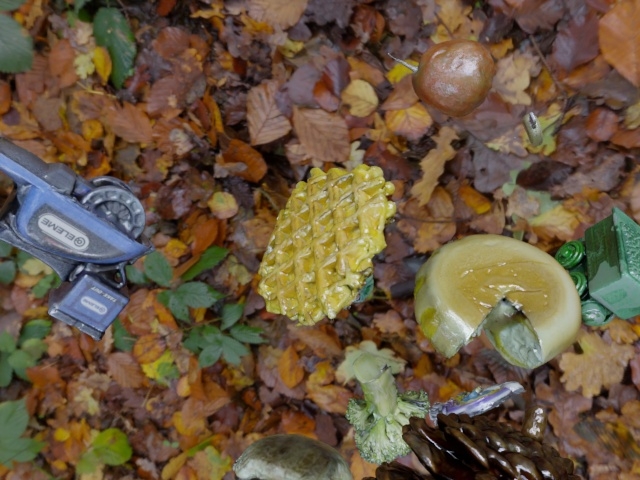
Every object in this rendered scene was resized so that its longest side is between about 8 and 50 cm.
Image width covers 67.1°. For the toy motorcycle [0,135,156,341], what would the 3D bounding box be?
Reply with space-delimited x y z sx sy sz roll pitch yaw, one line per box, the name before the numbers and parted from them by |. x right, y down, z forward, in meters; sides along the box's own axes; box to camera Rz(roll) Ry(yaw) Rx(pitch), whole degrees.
toy motorcycle | -0.379 -0.036 0.601 0.358 0.125 0.213 41 85 -31

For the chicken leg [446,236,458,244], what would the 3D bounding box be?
chicken leg | 0.421 0.114 1.415 0.082 0.177 0.323 -11 67 13

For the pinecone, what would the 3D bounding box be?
pinecone | 0.133 0.293 0.443 0.244 0.244 0.309 43 86 9

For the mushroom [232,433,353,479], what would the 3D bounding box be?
mushroom | -0.063 0.600 1.267 0.343 0.247 0.130 1 85 37

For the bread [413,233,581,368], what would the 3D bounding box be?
bread | 0.358 0.127 1.006 0.332 0.333 0.160 24 145 16

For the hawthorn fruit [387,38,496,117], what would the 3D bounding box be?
hawthorn fruit | 0.239 -0.309 0.926 0.188 0.149 0.149 5 103 26

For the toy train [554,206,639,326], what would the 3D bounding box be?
toy train | 0.669 0.076 1.141 0.145 0.266 0.202 35 136 -10

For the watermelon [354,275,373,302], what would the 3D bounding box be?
watermelon | 0.036 0.074 1.239 0.231 0.146 0.128 50 143 5

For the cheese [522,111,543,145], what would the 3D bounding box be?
cheese | 0.599 -0.326 1.362 0.037 0.192 0.097 -23 79 21

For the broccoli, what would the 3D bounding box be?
broccoli | 0.156 0.472 1.371 0.252 0.221 0.361 -39 130 8

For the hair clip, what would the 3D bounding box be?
hair clip | 0.273 0.296 0.862 0.172 0.116 0.049 -34 79 35

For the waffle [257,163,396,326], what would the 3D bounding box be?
waffle | 0.000 0.000 1.058 0.379 0.095 0.383 11 73 54
